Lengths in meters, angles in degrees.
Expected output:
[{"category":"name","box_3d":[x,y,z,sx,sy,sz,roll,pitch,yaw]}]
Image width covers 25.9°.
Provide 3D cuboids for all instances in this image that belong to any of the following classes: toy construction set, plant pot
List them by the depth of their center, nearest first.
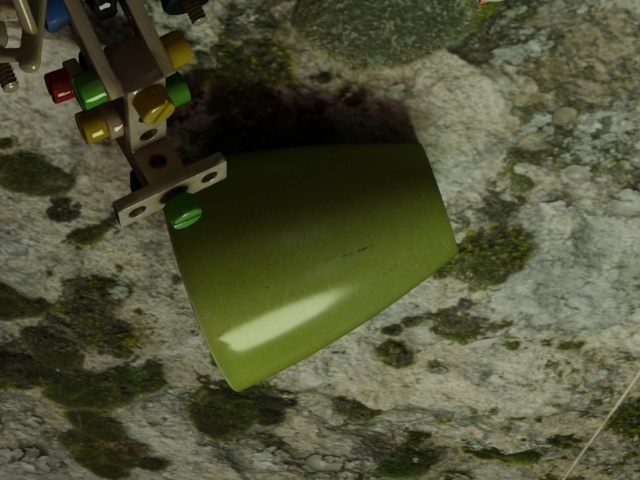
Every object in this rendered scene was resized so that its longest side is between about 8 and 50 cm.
[{"category":"toy construction set","box_3d":[-0.212,-0.125,1.360,0.309,0.237,0.257,-15,165,-38]},{"category":"plant pot","box_3d":[0.000,0.000,1.606,0.294,0.274,0.275,-18,140,3]}]

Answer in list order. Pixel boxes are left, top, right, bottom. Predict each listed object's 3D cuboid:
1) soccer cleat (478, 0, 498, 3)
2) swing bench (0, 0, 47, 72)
[{"category":"soccer cleat","box_3d":[0.119,-0.295,1.341,0.196,0.068,0.076,27,134,-23]},{"category":"swing bench","box_3d":[-0.367,-0.289,1.232,0.253,0.254,0.165,0,142,6]}]
